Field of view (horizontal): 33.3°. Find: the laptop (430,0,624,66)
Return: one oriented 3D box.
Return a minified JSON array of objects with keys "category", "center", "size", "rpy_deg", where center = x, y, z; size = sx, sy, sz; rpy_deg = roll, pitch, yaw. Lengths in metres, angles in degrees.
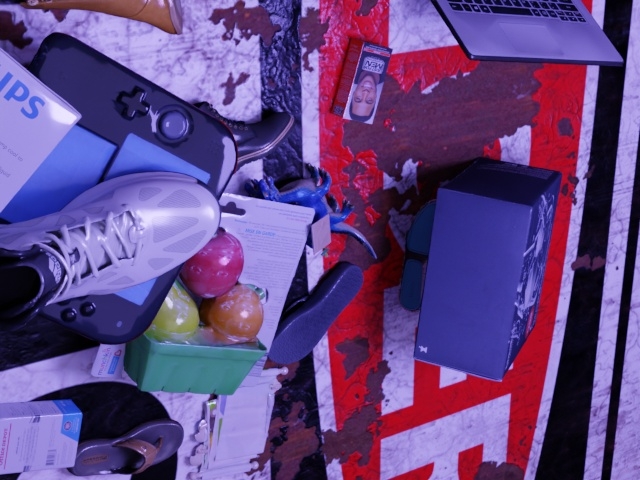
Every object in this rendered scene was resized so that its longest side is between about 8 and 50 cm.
[{"category":"laptop","center":[0.374,-0.539,1.919],"size":[0.381,0.408,0.236],"rpy_deg":[-4,144,-32]}]

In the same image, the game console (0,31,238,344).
[{"category":"game console","center":[-0.337,-0.063,1.589],"size":[0.342,0.060,0.387],"rpy_deg":[28,91,-29]}]

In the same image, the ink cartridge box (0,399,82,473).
[{"category":"ink cartridge box","center":[-0.497,0.326,1.779],"size":[0.180,0.060,0.104],"rpy_deg":[2,108,-35]}]

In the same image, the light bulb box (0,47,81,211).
[{"category":"light bulb box","center":[-0.557,-0.126,1.371],"size":[0.361,0.358,0.225],"rpy_deg":[-52,129,-7]}]

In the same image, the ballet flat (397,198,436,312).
[{"category":"ballet flat","center":[0.209,0.028,2.136],"size":[0.077,0.091,0.241],"rpy_deg":[-17,127,-62]}]

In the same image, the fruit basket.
[{"category":"fruit basket","center":[-0.199,0.082,1.817],"size":[0.327,0.165,0.353],"rpy_deg":[8,103,-36]}]

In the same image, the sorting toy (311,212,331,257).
[{"category":"sorting toy","center":[0.000,0.000,1.892],"size":[0.062,0.012,0.083],"rpy_deg":[-40,134,-49]}]

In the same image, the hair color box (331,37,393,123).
[{"category":"hair color box","center":[0.075,-0.287,1.930],"size":[0.072,0.043,0.141],"rpy_deg":[6,106,-36]}]

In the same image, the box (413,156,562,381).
[{"category":"box","center":[0.326,0.045,2.057],"size":[0.312,0.178,0.343],"rpy_deg":[-34,133,-62]}]

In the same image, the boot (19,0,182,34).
[{"category":"boot","center":[-0.330,-0.372,1.586],"size":[0.211,0.295,0.104],"rpy_deg":[-11,76,5]}]

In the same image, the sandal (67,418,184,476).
[{"category":"sandal","center":[-0.341,0.378,1.905],"size":[0.219,0.060,0.090],"rpy_deg":[-5,111,-32]}]

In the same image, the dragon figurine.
[{"category":"dragon figurine","center":[-0.021,-0.039,1.938],"size":[0.144,0.085,0.289],"rpy_deg":[-45,126,-11]}]

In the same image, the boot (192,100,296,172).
[{"category":"boot","center":[-0.147,-0.196,1.803],"size":[0.198,0.077,0.137],"rpy_deg":[-36,119,-18]}]

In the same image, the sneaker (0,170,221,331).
[{"category":"sneaker","center":[-0.325,0.035,1.452],"size":[0.447,0.257,0.169],"rpy_deg":[-17,107,-16]}]

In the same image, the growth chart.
[{"category":"growth chart","center":[-0.161,0.348,2.039],"size":[0.172,0.021,0.237],"rpy_deg":[7,104,-35]}]

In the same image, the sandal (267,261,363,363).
[{"category":"sandal","center":[-0.018,0.140,2.041],"size":[0.254,0.054,0.097],"rpy_deg":[-43,134,-24]}]
